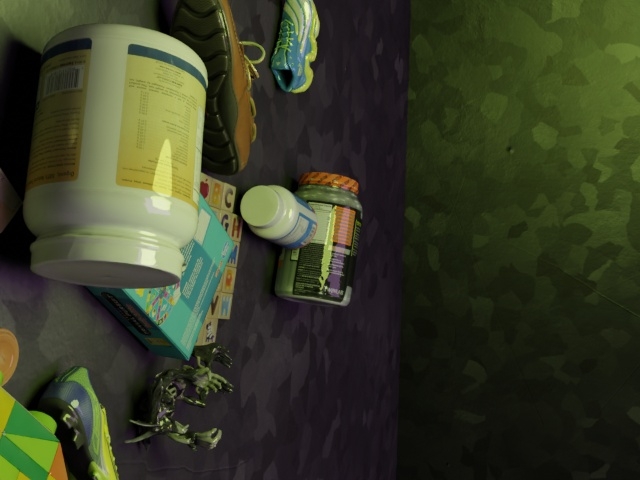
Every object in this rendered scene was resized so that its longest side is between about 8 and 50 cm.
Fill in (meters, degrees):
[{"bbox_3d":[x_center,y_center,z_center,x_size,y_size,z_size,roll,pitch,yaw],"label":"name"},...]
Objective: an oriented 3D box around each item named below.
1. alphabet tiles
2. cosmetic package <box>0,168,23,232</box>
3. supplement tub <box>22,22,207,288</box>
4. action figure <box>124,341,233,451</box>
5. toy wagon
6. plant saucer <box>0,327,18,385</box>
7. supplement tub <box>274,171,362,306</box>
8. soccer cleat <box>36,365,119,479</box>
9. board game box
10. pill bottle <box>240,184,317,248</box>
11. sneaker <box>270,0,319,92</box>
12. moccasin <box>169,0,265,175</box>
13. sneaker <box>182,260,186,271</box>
[{"bbox_3d":[-0.233,0.043,1.588,0.285,0.011,0.342,21,76,-69],"label":"alphabet tiles"},{"bbox_3d":[-0.426,-0.068,0.974,0.115,0.041,0.060,73,29,-47],"label":"cosmetic package"},{"bbox_3d":[-0.275,-0.105,1.060,0.228,0.228,0.316,38,52,-67],"label":"supplement tub"},{"bbox_3d":[-0.242,0.296,1.445,0.275,0.141,0.164,-46,149,-62],"label":"action figure"},{"bbox_3d":[-0.426,0.270,0.916,0.267,0.068,0.344,-87,157,-47],"label":"toy wagon"},{"bbox_3d":[-0.435,0.160,1.051,0.083,0.013,0.083,5,90,-70],"label":"plant saucer"},{"bbox_3d":[0.000,0.000,1.956,0.193,0.194,0.315,33,65,-68],"label":"supplement tub"},{"bbox_3d":[-0.353,0.321,1.212,0.121,0.094,0.289,-69,157,-53],"label":"soccer cleat"},{"bbox_3d":[-0.279,0.015,1.333,0.336,0.079,0.253,64,38,-52],"label":"board game box"},{"bbox_3d":[-0.096,-0.057,1.776,0.221,0.124,0.124,31,66,-68],"label":"pill bottle"},{"bbox_3d":[-0.061,-0.455,1.818,0.126,0.091,0.240,-49,141,-57],"label":"sneaker"},{"bbox_3d":[-0.182,-0.302,1.450,0.380,0.139,0.147,77,26,-42],"label":"moccasin"},{"bbox_3d":[-0.253,0.023,1.228,0.135,0.052,0.058,7,84,-68],"label":"sneaker"}]
